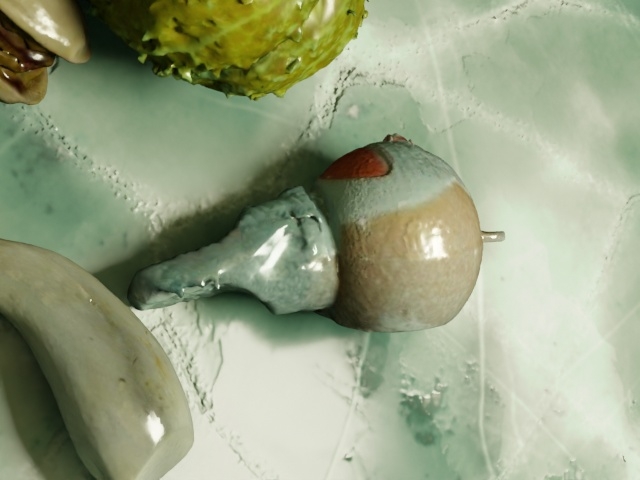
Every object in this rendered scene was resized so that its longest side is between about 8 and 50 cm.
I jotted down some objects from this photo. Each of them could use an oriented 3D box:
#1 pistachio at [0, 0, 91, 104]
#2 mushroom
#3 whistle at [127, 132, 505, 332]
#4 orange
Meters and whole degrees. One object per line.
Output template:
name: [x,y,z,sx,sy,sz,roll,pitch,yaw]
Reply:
pistachio: [-0.278,-0.210,1.171,0.206,0.129,0.131,52,22,-11]
mushroom: [-0.205,0.086,1.177,0.270,0.103,0.118,50,56,0]
whistle: [0.000,0.000,1.254,0.348,0.189,0.189,-6,85,-16]
orange: [-0.093,-0.260,1.197,0.300,0.223,0.301,57,19,-12]
